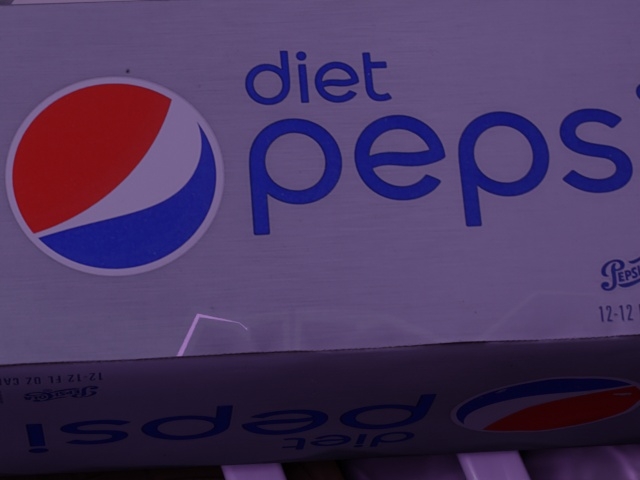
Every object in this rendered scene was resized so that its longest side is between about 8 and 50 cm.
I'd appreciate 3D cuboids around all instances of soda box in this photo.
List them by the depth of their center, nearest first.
[{"bbox_3d":[0.000,0.000,0.473,0.286,0.098,0.091,-3,69,-6],"label":"soda box"}]

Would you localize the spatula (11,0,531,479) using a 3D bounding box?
[{"bbox_3d":[0.021,0.010,0.535,0.168,0.019,0.242,-16,70,-12],"label":"spatula"}]

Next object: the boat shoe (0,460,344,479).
[{"bbox_3d":[-0.096,0.115,0.521,0.223,0.073,0.080,-26,64,-16],"label":"boat shoe"}]
